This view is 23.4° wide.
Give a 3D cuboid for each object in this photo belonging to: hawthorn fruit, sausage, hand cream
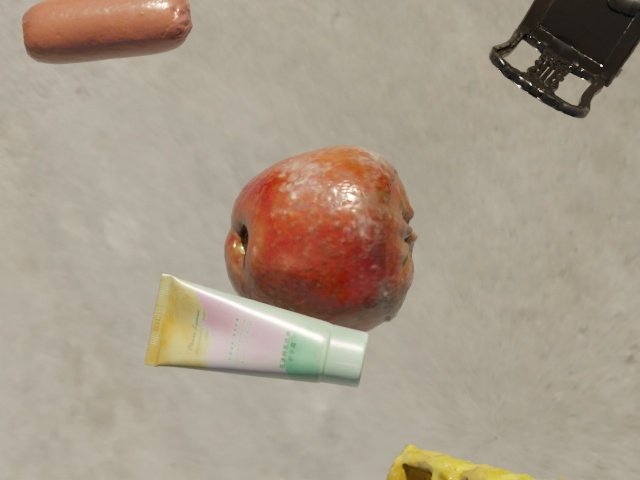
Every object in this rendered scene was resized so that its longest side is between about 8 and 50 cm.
[{"bbox_3d":[0.000,0.000,1.357,0.172,0.173,0.173,-1,83,6],"label":"hawthorn fruit"},{"bbox_3d":[-0.192,-0.194,1.396,0.154,0.062,0.062,-6,82,3],"label":"sausage"},{"bbox_3d":[-0.051,0.081,1.247,0.174,0.047,0.076,12,94,1],"label":"hand cream"}]

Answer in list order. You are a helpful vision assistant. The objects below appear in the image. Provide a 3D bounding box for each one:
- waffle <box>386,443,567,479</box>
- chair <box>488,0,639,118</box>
[{"bbox_3d":[0.080,0.206,0.923,0.055,0.211,0.161,9,90,-36],"label":"waffle"},{"bbox_3d":[0.236,-0.195,1.379,0.106,0.229,0.113,32,111,6],"label":"chair"}]
